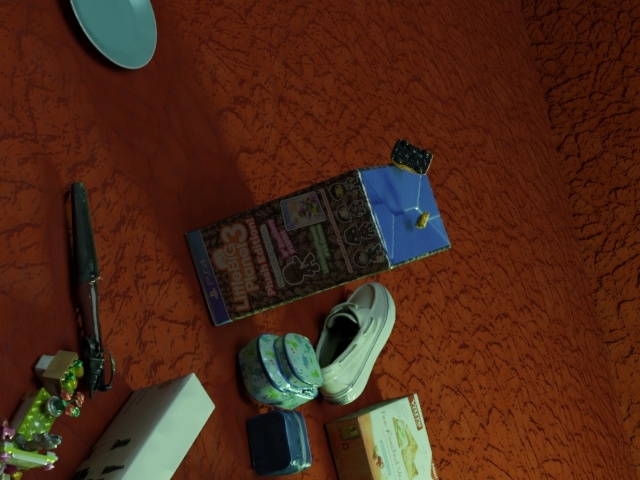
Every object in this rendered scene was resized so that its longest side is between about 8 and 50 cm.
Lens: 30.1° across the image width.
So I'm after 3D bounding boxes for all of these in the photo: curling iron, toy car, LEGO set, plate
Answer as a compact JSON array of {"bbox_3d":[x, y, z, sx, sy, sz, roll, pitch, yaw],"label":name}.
[{"bbox_3d":[-0.274,0.055,1.423,0.035,0.068,0.274,1,64,-23],"label":"curling iron"},{"bbox_3d":[0.119,-0.075,1.634,0.040,0.060,0.122,139,-43,-74],"label":"toy car"},{"bbox_3d":[-0.308,0.188,1.230,0.287,0.107,0.132,-8,82,-62],"label":"LEGO set"},{"bbox_3d":[-0.294,-0.323,1.641,0.188,0.024,0.188,40,41,-46],"label":"plate"}]

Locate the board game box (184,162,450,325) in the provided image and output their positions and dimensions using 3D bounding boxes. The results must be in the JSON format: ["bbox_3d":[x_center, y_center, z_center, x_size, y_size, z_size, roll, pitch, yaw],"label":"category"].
[{"bbox_3d":[0.000,0.000,1.703,0.232,0.291,0.141,-15,86,-62],"label":"board game box"}]

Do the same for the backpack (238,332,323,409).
[{"bbox_3d":[-0.057,0.182,1.714,0.114,0.084,0.105,17,47,-49],"label":"backpack"}]

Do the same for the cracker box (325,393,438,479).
[{"bbox_3d":[0.105,0.347,1.941,0.232,0.067,0.155,-7,81,-63],"label":"cracker box"}]

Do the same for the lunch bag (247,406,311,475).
[{"bbox_3d":[-0.057,0.283,1.680,0.065,0.067,0.098,20,57,-57],"label":"lunch bag"}]

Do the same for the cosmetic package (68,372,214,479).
[{"bbox_3d":[-0.216,0.251,1.372,0.060,0.099,0.239,63,28,-19],"label":"cosmetic package"}]

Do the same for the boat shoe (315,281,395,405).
[{"bbox_3d":[0.046,0.146,1.930,0.088,0.096,0.267,61,37,-30],"label":"boat shoe"}]
